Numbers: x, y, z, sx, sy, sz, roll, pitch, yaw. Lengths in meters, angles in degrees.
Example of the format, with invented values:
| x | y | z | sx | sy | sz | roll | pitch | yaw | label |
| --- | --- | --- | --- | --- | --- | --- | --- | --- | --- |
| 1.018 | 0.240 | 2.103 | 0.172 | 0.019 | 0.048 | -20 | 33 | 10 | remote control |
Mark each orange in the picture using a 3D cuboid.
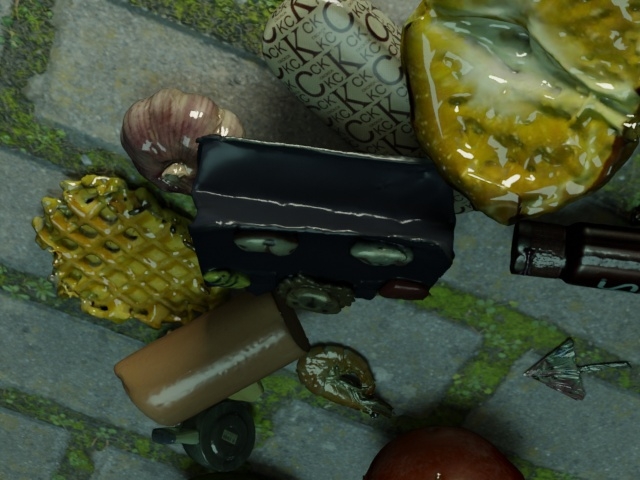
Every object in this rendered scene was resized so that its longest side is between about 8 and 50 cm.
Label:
| x | y | z | sx | sy | sz | roll | pitch | yaw | label |
| --- | --- | --- | --- | --- | --- | --- | --- | --- | --- |
| 0.232 | -0.215 | 1.074 | 0.271 | 0.210 | 0.368 | 28 | 130 | 8 | orange |

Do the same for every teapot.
| x | y | z | sx | sy | sz | roll | pitch | yaw | label |
| --- | --- | --- | --- | --- | --- | --- | --- | --- | --- |
| -0.187 | 0.317 | 1.683 | 0.108 | 0.149 | 0.111 | -8 | 108 | 48 | teapot |

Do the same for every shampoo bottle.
| x | y | z | sx | sy | sz | roll | pitch | yaw | label |
| --- | --- | --- | --- | --- | --- | --- | --- | --- | --- |
| 0.404 | 0.027 | 1.333 | 0.323 | 0.084 | 0.129 | 7 | 169 | 3 | shampoo bottle |

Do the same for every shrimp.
| x | y | z | sx | sy | sz | roll | pitch | yaw | label |
| --- | --- | --- | --- | --- | --- | --- | --- | --- | --- |
| 0.045 | 0.215 | 1.618 | 0.180 | 0.041 | 0.099 | 35 | 114 | -18 | shrimp |

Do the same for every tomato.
| x | y | z | sx | sy | sz | roll | pitch | yaw | label |
| --- | --- | --- | --- | --- | --- | --- | --- | --- | --- |
| 0.196 | 0.409 | 1.612 | 0.265 | 0.265 | 0.265 | 5 | 132 | 6 | tomato |

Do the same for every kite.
| x | y | z | sx | sy | sz | roll | pitch | yaw | label |
| --- | --- | --- | --- | --- | --- | --- | --- | --- | --- |
| 0.373 | 0.189 | 1.548 | 0.157 | 0.011 | 0.139 | -9 | 132 | 19 | kite |

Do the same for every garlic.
| x | y | z | sx | sy | sz | roll | pitch | yaw | label |
| --- | --- | --- | --- | --- | --- | --- | --- | --- | --- |
| -0.169 | -0.116 | 1.309 | 0.159 | 0.102 | 0.147 | 20 | 137 | -9 | garlic |

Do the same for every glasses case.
| x | y | z | sx | sy | sz | roll | pitch | yaw | label |
| --- | --- | --- | --- | --- | --- | --- | --- | --- | --- |
| 0.086 | -0.158 | 1.236 | 0.355 | 0.085 | 0.137 | 38 | 131 | -24 | glasses case |

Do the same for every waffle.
| x | y | z | sx | sy | sz | roll | pitch | yaw | label |
| --- | --- | --- | --- | --- | --- | --- | --- | --- | --- |
| -0.263 | 0.024 | 1.481 | 0.281 | 0.060 | 0.262 | 6 | 132 | 5 | waffle |

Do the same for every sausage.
| x | y | z | sx | sy | sz | roll | pitch | yaw | label |
| --- | --- | --- | --- | --- | --- | --- | --- | --- | --- |
| -0.149 | 0.162 | 1.483 | 0.253 | 0.123 | 0.123 | -28 | 124 | 3 | sausage |

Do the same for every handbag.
| x | y | z | sx | sy | sz | roll | pitch | yaw | label |
| --- | --- | --- | --- | --- | --- | --- | --- | --- | --- |
| 0.000 | 0.000 | 1.290 | 0.303 | 0.122 | 0.329 | 6 | 160 | -1 | handbag |

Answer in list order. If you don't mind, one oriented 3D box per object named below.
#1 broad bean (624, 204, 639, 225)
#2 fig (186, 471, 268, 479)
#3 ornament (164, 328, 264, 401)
| x | y | z | sx | sy | sz | roll | pitch | yaw | label |
| --- | --- | --- | --- | --- | --- | --- | --- | --- | --- |
| 0.518 | -0.058 | 1.276 | 0.297 | 0.043 | 0.060 | -22 | 115 | 28 | broad bean |
| -0.144 | 0.473 | 1.797 | 0.225 | 0.203 | 0.203 | -30 | 129 | -13 | fig |
| -0.193 | 0.186 | 1.602 | 0.201 | 0.059 | 0.180 | -7 | 141 | 17 | ornament |
